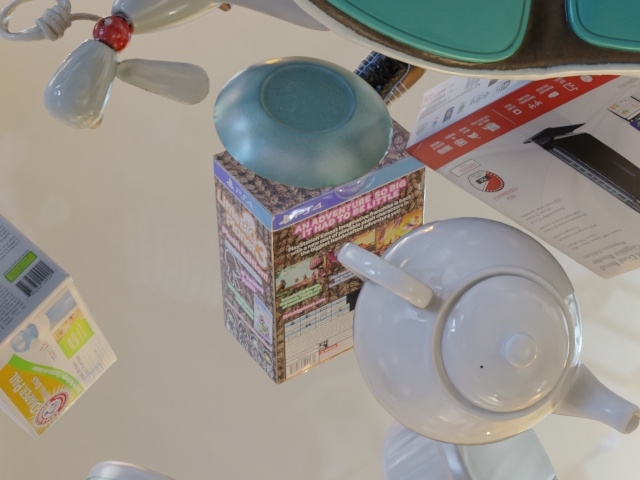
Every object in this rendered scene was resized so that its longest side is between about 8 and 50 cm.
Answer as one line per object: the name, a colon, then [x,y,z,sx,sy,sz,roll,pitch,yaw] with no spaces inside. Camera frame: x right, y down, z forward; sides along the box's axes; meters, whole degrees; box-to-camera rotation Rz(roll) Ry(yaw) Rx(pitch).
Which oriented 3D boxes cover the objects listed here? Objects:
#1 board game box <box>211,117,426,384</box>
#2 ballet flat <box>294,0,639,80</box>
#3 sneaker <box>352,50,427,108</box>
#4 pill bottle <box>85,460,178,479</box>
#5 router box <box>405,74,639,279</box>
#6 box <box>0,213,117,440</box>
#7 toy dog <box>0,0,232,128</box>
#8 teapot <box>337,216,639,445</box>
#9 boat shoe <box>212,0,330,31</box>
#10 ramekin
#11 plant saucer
board game box: [0.000,0.000,1.950,0.232,0.291,0.141,-24,-134,-25]
ballet flat: [0.150,-0.172,1.100,0.400,0.139,0.139,8,-129,-6]
sneaker: [0.081,-0.217,2.125,0.081,0.232,0.090,40,-143,-1]
pill bottle: [-0.206,0.418,1.491,0.204,0.204,0.361,35,-114,-25]
router box: [0.306,-0.101,1.572,0.301,0.335,0.082,31,-119,-21]
box: [-0.272,0.080,1.357,0.103,0.203,0.114,38,-105,20]
toy dog: [-0.197,-0.254,1.816,0.220,0.333,0.161,46,170,36]
teapot: [0.159,0.093,1.521,0.256,0.187,0.253,-15,-82,-13]
boat shoe: [-0.085,-0.325,1.614,0.340,0.127,0.158,23,-146,10]
ramekin: [0.189,0.308,1.915,0.273,0.127,0.273,43,-153,-29]
plant saucer: [-0.016,-0.139,1.623,0.194,0.037,0.195,5,-129,-6]
